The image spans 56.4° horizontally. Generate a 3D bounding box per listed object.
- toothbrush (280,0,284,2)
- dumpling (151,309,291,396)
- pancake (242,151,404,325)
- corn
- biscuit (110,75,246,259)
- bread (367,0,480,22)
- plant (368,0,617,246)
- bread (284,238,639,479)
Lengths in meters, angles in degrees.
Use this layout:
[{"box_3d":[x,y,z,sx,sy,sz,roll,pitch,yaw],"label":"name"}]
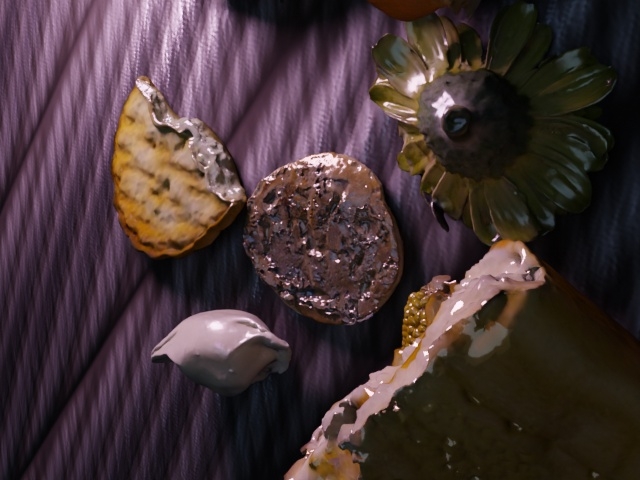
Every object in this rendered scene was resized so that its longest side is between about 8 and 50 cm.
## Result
[{"box_3d":[-0.037,-0.511,0.899,0.028,0.026,0.294,20,106,48],"label":"toothbrush"},{"box_3d":[-0.157,0.189,0.994,0.250,0.162,0.132,-10,54,22],"label":"dumpling"},{"box_3d":[0.000,0.000,0.918,0.283,0.049,0.282,4,98,31],"label":"pancake"},{"box_3d":[0.156,0.206,0.817,0.097,0.097,0.319,5,100,32],"label":"corn"},{"box_3d":[-0.267,-0.134,1.061,0.329,0.078,0.334,-10,90,36],"label":"biscuit"},{"box_3d":[0.046,-0.415,0.685,0.183,0.236,0.388,-37,52,12],"label":"bread"},{"box_3d":[0.178,-0.113,0.715,0.306,0.297,0.261,19,137,14],"label":"plant"},{"box_3d":[0.209,0.230,0.654,0.394,0.250,0.361,38,103,-8],"label":"bread"}]
